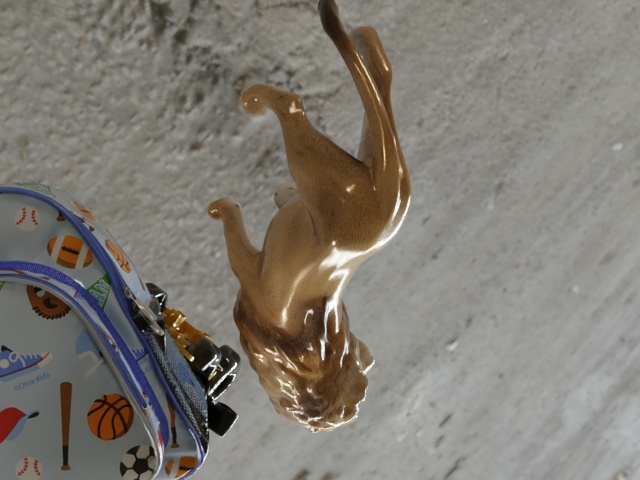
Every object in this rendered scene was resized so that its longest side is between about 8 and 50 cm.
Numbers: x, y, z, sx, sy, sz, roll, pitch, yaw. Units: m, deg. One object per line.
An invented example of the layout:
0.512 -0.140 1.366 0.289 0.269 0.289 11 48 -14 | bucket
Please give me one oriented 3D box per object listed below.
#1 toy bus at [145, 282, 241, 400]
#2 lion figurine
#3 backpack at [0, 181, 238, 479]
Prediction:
-0.214 0.159 1.043 0.211 0.149 0.220 -49 167 -5 | toy bus
0.000 0.000 0.861 0.142 0.240 0.392 -11 148 -19 | lion figurine
-0.231 0.093 0.687 0.276 0.264 0.213 -27 -178 -9 | backpack
